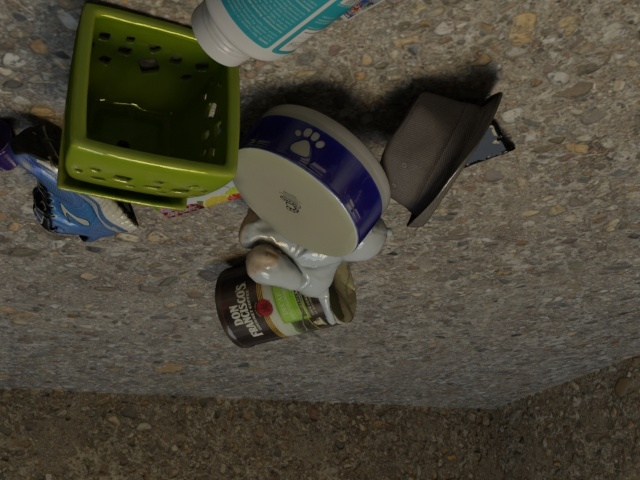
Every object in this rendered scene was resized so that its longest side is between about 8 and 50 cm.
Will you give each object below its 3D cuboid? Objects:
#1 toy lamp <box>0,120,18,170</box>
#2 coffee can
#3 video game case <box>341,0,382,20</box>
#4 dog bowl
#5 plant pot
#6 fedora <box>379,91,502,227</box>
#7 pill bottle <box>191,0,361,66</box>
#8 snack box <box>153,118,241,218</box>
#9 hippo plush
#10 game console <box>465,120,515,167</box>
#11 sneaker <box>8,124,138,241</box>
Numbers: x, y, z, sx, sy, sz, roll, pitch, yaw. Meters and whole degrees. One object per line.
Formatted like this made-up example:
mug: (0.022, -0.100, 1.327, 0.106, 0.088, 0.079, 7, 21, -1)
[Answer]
toy lamp: (-0.544, -0.195, 1.110, 0.080, 0.080, 0.274, -7, 154, 5)
coffee can: (-0.081, 0.129, 1.720, 0.275, 0.201, 0.201, -17, 152, 22)
video game case: (0.060, -0.347, 0.970, 0.122, 0.011, 0.087, -21, 151, 30)
dog bowl: (-0.021, -0.096, 1.219, 0.265, 0.104, 0.265, 30, 155, 16)
plant pot: (-0.261, -0.170, 1.053, 0.228, 0.227, 0.207, 10, 157, -28)
fedora: (0.177, -0.154, 1.212, 0.124, 0.243, 0.275, 29, 144, 1)
pill bottle: (-0.040, -0.313, 0.869, 0.264, 0.146, 0.146, -26, 147, 37)
snack box: (-0.239, -0.124, 1.317, 0.207, 0.070, 0.174, -15, 153, 19)
hippo plush: (0.000, 0.000, 1.408, 0.236, 0.294, 0.234, -30, 167, 28)
game console: (0.290, -0.177, 1.362, 0.122, 0.071, 0.107, -20, 121, 27)
sneaker: (-0.450, -0.075, 1.279, 0.147, 0.129, 0.330, -28, 152, -1)
